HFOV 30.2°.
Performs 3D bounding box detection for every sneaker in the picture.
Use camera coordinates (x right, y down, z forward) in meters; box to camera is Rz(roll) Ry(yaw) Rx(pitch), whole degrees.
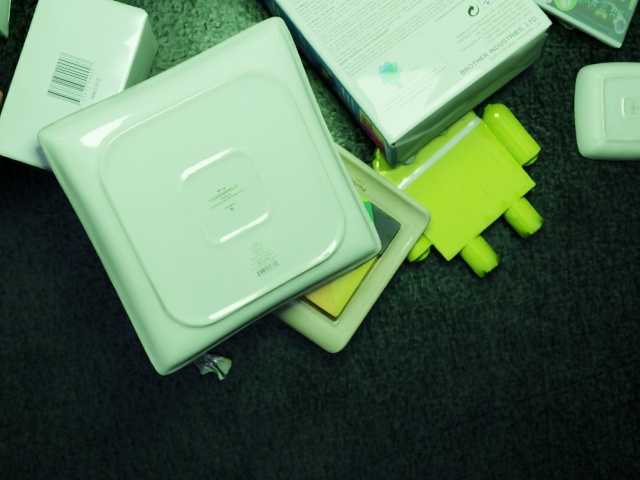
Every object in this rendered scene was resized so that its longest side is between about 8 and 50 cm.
[{"bbox_3d":[-0.166,0.168,1.644,0.083,0.032,0.037,20,87,-2],"label":"sneaker"}]

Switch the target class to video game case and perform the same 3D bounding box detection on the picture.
[{"bbox_3d":[0.380,-0.379,1.641,0.190,0.022,0.173,18,95,-35],"label":"video game case"}]

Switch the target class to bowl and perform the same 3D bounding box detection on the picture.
[{"bbox_3d":[0.436,-0.186,1.680,0.142,0.053,0.142,-1,87,-4],"label":"bowl"}]

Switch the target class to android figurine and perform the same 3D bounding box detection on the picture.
[{"bbox_3d":[0.183,-0.088,1.662,0.248,0.056,0.273,-39,93,-3],"label":"android figurine"}]

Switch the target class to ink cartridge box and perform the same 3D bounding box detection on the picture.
[{"bbox_3d":[0.081,-0.338,1.594,0.270,0.151,0.395,-37,81,-4],"label":"ink cartridge box"}]

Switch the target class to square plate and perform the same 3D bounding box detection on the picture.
[{"bbox_3d":[-0.120,-0.056,1.479,0.347,0.049,0.344,-29,105,-18],"label":"square plate"}]

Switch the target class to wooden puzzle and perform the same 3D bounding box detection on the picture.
[{"bbox_3d":[0.000,0.000,1.597,0.221,0.044,0.238,35,89,-6],"label":"wooden puzzle"}]

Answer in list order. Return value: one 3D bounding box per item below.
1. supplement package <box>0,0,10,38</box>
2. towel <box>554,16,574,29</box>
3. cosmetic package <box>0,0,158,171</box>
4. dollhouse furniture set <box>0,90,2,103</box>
[{"bbox_3d":[-0.486,-0.417,1.554,0.145,0.204,0.262,4,88,-4],"label":"supplement package"},{"bbox_3d":[0.370,-0.512,1.633,0.271,0.040,0.370,36,84,-35],"label":"towel"},{"bbox_3d":[-0.314,-0.192,1.548,0.138,0.225,0.224,18,87,-2],"label":"cosmetic package"},{"bbox_3d":[-0.532,-0.082,1.480,0.152,0.374,0.201,-14,51,-38],"label":"dollhouse furniture set"}]
